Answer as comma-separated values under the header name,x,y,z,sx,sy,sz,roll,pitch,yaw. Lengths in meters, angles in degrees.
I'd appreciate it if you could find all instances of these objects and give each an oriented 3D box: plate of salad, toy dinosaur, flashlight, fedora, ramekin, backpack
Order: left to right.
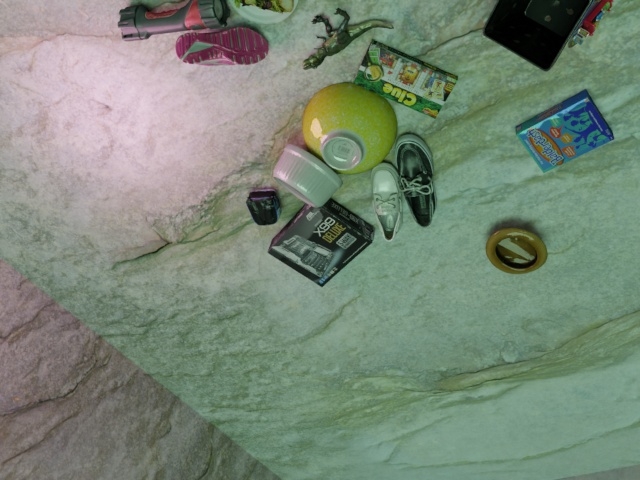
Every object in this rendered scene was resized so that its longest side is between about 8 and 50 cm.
name,x,y,z,sx,sy,sz,roll,pitch,yaw
flashlight,-0.402,-0.615,1.734,0.304,0.103,0.103,2,127,19
plate of salad,-0.155,-0.651,1.659,0.200,0.048,0.199,6,137,5
backpack,-0.182,-0.113,2.126,0.105,0.084,0.114,-3,125,17
ramekin,-0.047,-0.189,1.933,0.207,0.207,0.109,37,85,-19
toy dinosaur,0.049,-0.555,1.698,0.268,0.064,0.118,-21,130,26
fedora,0.629,0.020,2.047,0.195,0.079,0.194,10,130,13

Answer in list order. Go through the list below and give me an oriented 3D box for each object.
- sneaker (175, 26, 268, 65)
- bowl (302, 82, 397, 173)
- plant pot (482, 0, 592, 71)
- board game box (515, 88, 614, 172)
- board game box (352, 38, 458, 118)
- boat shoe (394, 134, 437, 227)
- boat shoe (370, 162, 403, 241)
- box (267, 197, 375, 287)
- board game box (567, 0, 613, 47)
name,x,y,z,sx,sy,sz,roll,pitch,yaw
sneaker,-0.272,-0.537,1.771,0.253,0.111,0.102,-1,104,-10
bowl,0.074,-0.293,1.856,0.290,0.156,0.289,7,132,7
plant pot,0.526,-0.540,1.494,0.188,0.167,0.187,36,134,15
board game box,0.677,-0.299,1.774,0.210,0.047,0.160,-28,119,33
board game box,0.233,-0.445,1.768,0.260,0.030,0.136,21,135,-5
boat shoe,0.289,-0.173,1.941,0.113,0.105,0.306,-2,130,16
boat shoe,0.214,-0.115,2.018,0.098,0.096,0.277,-3,130,17
box,0.000,0.000,2.186,0.242,0.076,0.307,34,130,-16
board game box,0.658,-0.527,1.519,0.033,0.133,0.168,41,135,18
